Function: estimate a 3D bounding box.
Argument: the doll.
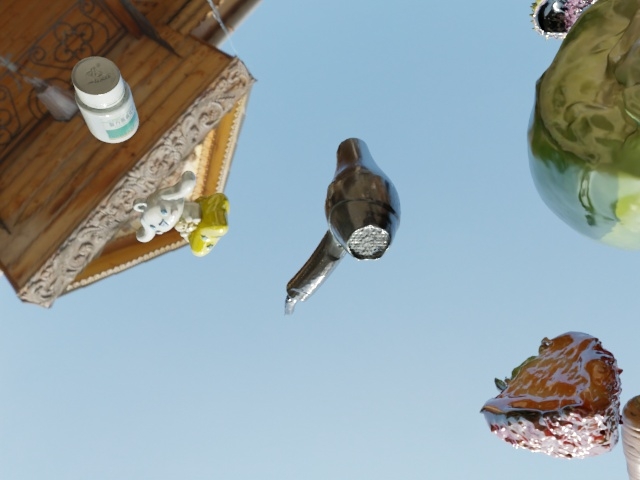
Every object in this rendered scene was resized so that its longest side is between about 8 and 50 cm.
[{"bbox_3d":[-0.168,-0.039,0.608,0.113,0.135,0.071,1,-124,-17],"label":"doll"}]

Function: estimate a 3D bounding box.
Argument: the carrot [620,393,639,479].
[{"bbox_3d":[0.403,0.282,0.621,0.048,0.216,0.048,-14,-157,6],"label":"carrot"}]

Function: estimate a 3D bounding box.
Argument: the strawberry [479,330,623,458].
[{"bbox_3d":[0.240,0.159,0.493,0.140,0.192,0.085,-37,-97,-35],"label":"strawberry"}]

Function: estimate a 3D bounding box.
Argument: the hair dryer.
[{"bbox_3d":[0.000,0.000,0.673,0.271,0.091,0.235,-53,-158,28],"label":"hair dryer"}]

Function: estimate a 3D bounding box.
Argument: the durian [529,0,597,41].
[{"bbox_3d":[0.453,-0.472,0.916,0.119,0.186,0.108,10,-109,-9],"label":"durian"}]

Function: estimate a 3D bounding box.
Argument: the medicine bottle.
[{"bbox_3d":[-0.329,-0.214,0.766,0.080,0.130,0.080,3,-108,-11],"label":"medicine bottle"}]

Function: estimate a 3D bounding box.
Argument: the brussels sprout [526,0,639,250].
[{"bbox_3d":[0.377,-0.155,0.485,0.371,0.315,0.276,-59,-139,14],"label":"brussels sprout"}]
